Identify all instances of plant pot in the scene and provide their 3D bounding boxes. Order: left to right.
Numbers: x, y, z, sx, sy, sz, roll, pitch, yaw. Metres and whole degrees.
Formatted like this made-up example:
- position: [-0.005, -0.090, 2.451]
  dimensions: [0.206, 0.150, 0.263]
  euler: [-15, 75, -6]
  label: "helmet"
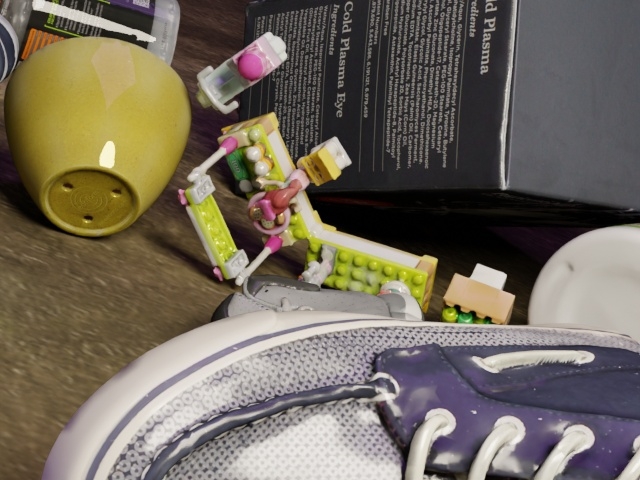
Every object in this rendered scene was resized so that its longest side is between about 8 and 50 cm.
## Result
- position: [-0.157, -0.060, 0.904]
  dimensions: [0.134, 0.134, 0.095]
  euler: [15, 43, -20]
  label: "plant pot"

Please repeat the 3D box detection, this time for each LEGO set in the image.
- position: [0.000, 0.000, 0.918]
  dimensions: [0.287, 0.132, 0.107]
  euler: [47, 34, -4]
  label: "LEGO set"

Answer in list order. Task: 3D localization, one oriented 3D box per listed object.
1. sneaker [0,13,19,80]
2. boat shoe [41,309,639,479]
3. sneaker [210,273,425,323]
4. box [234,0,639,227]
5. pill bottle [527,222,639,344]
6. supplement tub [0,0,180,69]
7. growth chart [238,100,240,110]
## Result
- position: [-0.386, -0.188, 1.064]
  dimensions: [0.282, 0.099, 0.153]
  euler: [19, 14, -17]
  label: "sneaker"
- position: [0.070, 0.096, 0.532]
  dimensions: [0.340, 0.127, 0.158]
  euler: [-6, 11, -37]
  label: "boat shoe"
- position: [0.001, 0.073, 0.735]
  dimensions: [0.132, 0.086, 0.228]
  euler: [13, 7, -9]
  label: "sneaker"
- position: [0.155, -0.109, 1.132]
  dimensions: [0.343, 0.179, 0.312]
  euler: [6, -4, -41]
  label: "box"
- position: [0.269, 0.053, 1.002]
  dimensions: [0.136, 0.136, 0.246]
  euler: [29, 18, 28]
  label: "pill bottle"
- position: [-0.245, -0.213, 1.285]
  dimensions: [0.190, 0.117, 0.117]
  euler: [15, 17, -21]
  label: "supplement tub"
- position: [-0.005, -0.179, 1.387]
  dimensions: [0.021, 0.172, 0.237]
  euler: [42, 0, -37]
  label: "growth chart"
